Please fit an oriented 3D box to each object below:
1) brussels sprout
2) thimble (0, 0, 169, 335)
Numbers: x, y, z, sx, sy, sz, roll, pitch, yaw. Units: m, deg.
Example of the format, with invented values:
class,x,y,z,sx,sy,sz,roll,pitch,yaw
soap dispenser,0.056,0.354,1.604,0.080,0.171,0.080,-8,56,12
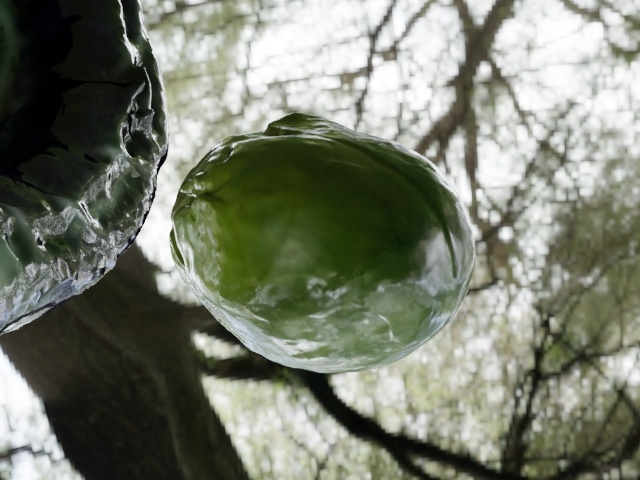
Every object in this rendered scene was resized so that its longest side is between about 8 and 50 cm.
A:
class,x,y,z,sx,sy,sz,roll,pitch,yaw
brussels sprout,-0.001,0.004,0.700,0.155,0.118,0.155,-3,-164,1
thimble,-0.162,-0.053,0.431,0.150,0.237,0.237,-29,-162,27
